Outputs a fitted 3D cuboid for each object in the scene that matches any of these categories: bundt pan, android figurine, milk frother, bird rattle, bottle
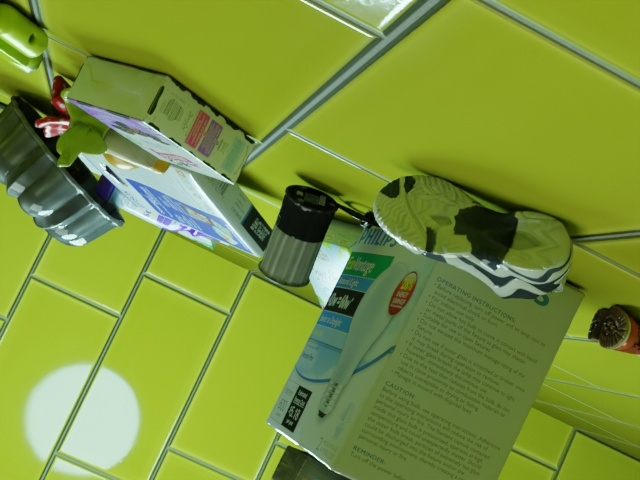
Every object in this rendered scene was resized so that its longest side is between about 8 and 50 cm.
[{"bbox_3d":[-0.535,-0.119,2.173,0.331,0.124,0.331,50,179,1],"label":"bundt pan"},{"bbox_3d":[-0.479,-0.301,1.440,0.248,0.056,0.273,22,173,23],"label":"android figurine"},{"bbox_3d":[0.000,0.000,1.677,0.143,0.134,0.129,26,-156,12],"label":"milk frother"},{"bbox_3d":[-0.328,-0.153,1.687,0.207,0.143,0.253,26,175,-18],"label":"bird rattle"},{"bbox_3d":[-0.291,-0.080,2.159,0.283,0.118,0.092,27,-157,-11],"label":"bottle"}]

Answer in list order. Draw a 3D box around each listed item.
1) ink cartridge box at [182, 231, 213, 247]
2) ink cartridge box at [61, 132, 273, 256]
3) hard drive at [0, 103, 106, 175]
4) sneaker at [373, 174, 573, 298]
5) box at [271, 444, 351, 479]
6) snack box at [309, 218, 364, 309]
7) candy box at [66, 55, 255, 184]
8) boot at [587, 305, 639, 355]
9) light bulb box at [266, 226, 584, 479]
[{"bbox_3d":[-0.314,-0.069,2.447,0.208,0.086,0.153,26,172,1],"label":"ink cartridge box"},{"bbox_3d":[-0.263,-0.106,1.924,0.307,0.072,0.303,23,164,30],"label":"ink cartridge box"},{"bbox_3d":[-0.566,-0.209,2.473,0.319,0.040,0.210,23,172,17],"label":"hard drive"},{"bbox_3d":[0.181,0.008,1.279,0.235,0.094,0.153,11,159,24],"label":"sneaker"},{"bbox_3d":[0.058,0.374,1.601,0.183,0.056,0.231,22,172,28],"label":"box"},{"bbox_3d":[0.053,0.069,1.883,0.174,0.070,0.207,15,132,54],"label":"snack box"},{"bbox_3d":[-0.211,-0.160,1.489,0.165,0.070,0.196,19,170,39],"label":"candy box"},{"bbox_3d":[0.423,0.129,1.517,0.085,0.059,0.158,21,-179,5],"label":"boot"},{"bbox_3d":[0.136,0.177,1.600,0.225,0.361,0.358,29,172,-16],"label":"light bulb box"}]
